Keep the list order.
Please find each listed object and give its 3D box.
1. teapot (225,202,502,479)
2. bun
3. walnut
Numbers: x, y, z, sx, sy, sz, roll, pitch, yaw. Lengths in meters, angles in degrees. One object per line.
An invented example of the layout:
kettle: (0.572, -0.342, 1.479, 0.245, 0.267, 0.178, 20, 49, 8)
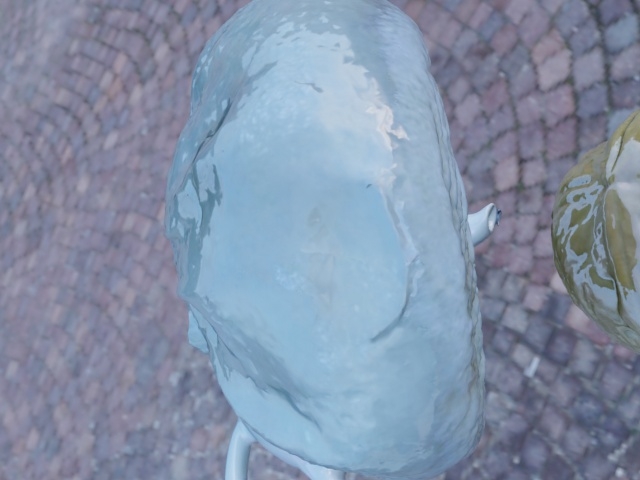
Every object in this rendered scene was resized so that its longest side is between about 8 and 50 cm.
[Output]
teapot: (0.044, 0.127, 1.329, 0.280, 0.252, 0.424, 21, 75, 33)
bun: (-0.001, -0.002, 0.859, 0.194, 0.354, 0.354, -12, 52, 3)
walnut: (0.288, 0.000, 0.994, 0.228, 0.228, 0.228, -30, 49, 40)
